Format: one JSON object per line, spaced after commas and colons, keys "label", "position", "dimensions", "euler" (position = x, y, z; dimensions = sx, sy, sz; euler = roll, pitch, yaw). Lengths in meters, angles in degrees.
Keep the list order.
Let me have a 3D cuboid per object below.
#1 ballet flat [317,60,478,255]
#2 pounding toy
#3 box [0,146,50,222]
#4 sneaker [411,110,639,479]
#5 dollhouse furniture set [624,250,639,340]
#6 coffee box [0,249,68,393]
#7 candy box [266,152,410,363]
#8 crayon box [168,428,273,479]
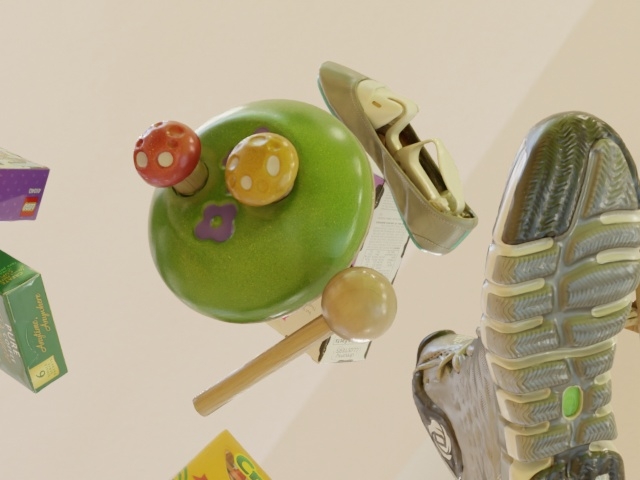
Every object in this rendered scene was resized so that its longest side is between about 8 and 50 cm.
{"label": "ballet flat", "position": [0.074, -0.088, 1.113], "dimensions": [0.068, 0.072, 0.213], "euler": [-41, -108, 38]}
{"label": "pounding toy", "position": [-0.057, -0.020, 0.890], "dimensions": [0.183, 0.110, 0.236], "euler": [-24, -122, 12]}
{"label": "box", "position": [-0.400, -0.071, 1.051], "dimensions": [0.201, 0.293, 0.057], "euler": [24, -78, 23]}
{"label": "sneaker", "position": [0.089, 0.043, 0.632], "dimensions": [0.132, 0.086, 0.228], "euler": [24, -64, 60]}
{"label": "dollhouse furniture set", "position": [0.316, 0.067, 1.285], "dimensions": [0.161, 0.182, 0.101], "euler": [21, -71, 42]}
{"label": "coffee box", "position": [-0.300, 0.050, 1.095], "dimensions": [0.184, 0.040, 0.113], "euler": [24, -46, 40]}
{"label": "candy box", "position": [0.000, 0.000, 1.241], "dimensions": [0.165, 0.070, 0.196], "euler": [33, -69, 40]}
{"label": "crayon box", "position": [-0.090, 0.318, 1.256], "dimensions": [0.081, 0.318, 0.202], "euler": [-43, -92, 18]}
